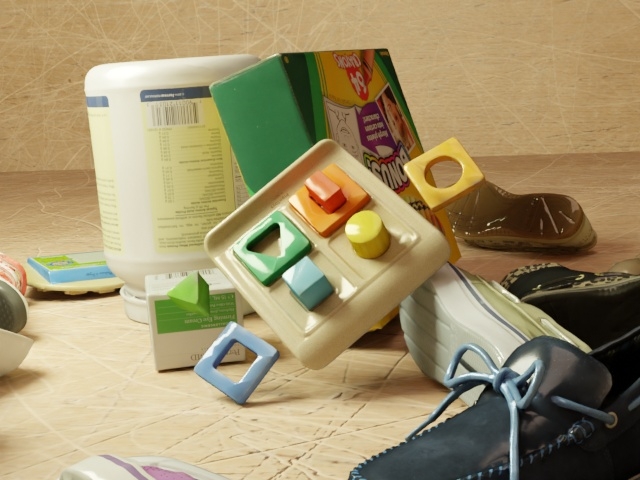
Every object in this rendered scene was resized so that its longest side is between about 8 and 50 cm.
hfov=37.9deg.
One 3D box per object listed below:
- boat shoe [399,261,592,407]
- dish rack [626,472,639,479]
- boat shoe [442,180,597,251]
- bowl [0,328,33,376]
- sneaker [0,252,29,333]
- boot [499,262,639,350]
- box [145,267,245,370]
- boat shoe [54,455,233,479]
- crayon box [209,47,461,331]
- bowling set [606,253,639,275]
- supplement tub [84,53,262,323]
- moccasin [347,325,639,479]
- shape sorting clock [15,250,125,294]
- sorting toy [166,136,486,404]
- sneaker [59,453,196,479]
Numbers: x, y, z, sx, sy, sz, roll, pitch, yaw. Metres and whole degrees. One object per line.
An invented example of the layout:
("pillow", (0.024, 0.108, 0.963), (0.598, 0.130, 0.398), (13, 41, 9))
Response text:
("boat shoe", (0.154, 0.092, 0.876), (0.094, 0.109, 0.302), (-1, 18, -15))
("dish rack", (0.269, 0.166, 0.494), (0.208, 0.074, 0.272), (-12, 13, -41))
("boat shoe", (0.296, -0.027, 1.477), (0.285, 0.104, 0.089), (15, -16, 47))
("bowl", (-0.395, 0.108, 0.975), (0.142, 0.053, 0.142), (4, -17, 31))
("sneaker", (-0.434, 0.062, 1.232), (0.270, 0.090, 0.145), (1, 14, 37))
("boot", (0.308, 0.063, 0.989), (0.237, 0.085, 0.178), (-4, 8, 3))
("box", (-0.138, 0.084, 1.024), (0.101, 0.087, 0.102), (-6, 12, -10))
("boat shoe", (-0.072, 0.176, 0.530), (0.226, 0.083, 0.076), (0, 10, 14))
("crayon box", (0.040, -0.073, 1.162), (0.106, 0.313, 0.363), (-20, 4, 26))
("bowling set", (0.486, -0.020, 1.093), (0.287, 0.199, 0.154), (8, 15, 34))
("supplement tub", (-0.173, -0.072, 1.217), (0.236, 0.324, 0.235), (-4, 11, 1))
("moccasin", (0.155, 0.119, 0.659), (0.342, 0.116, 0.138), (-12, 13, -38))
("shape sorting clock", (-0.355, 0.048, 1.407), (0.206, 0.040, 0.206), (0, 9, 0))
("sorting toy", (0.000, 0.000, 0.907), (0.348, 0.047, 0.196), (-40, 57, -7))
("sneaker", (0.004, 0.171, 0.448), (0.282, 0.102, 0.161), (25, 30, 35))
